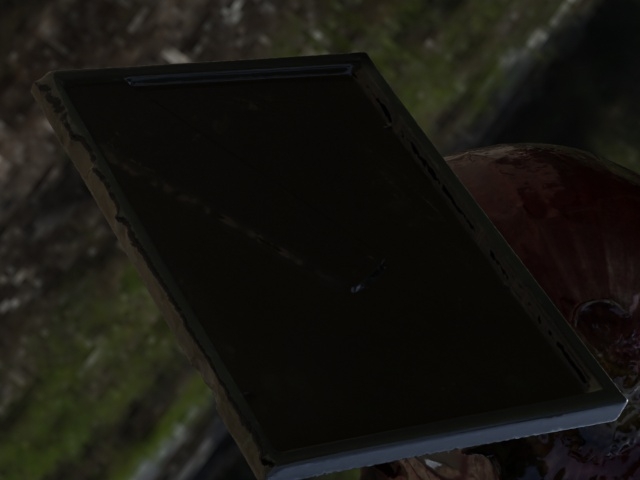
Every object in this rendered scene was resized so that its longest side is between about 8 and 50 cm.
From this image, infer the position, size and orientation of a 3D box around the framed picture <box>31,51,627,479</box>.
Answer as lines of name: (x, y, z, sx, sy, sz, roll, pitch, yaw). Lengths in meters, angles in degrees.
framed picture: (0.000, 0.000, 0.992, 0.213, 0.289, 0.016, -7, 136, -32)

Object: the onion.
onion: (0.167, 0.089, 1.383, 0.341, 0.341, 0.341, -53, 173, -9)
